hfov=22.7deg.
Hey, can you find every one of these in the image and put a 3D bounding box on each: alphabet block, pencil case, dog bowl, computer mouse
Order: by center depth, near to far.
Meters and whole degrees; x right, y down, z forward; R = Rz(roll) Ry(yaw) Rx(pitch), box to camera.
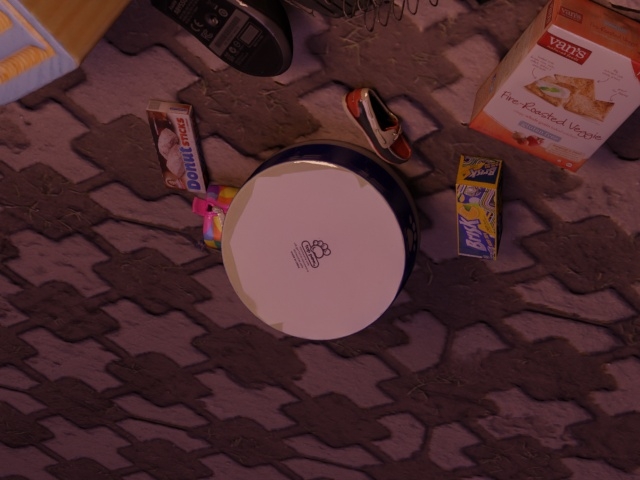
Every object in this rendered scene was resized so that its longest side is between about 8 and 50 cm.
[{"bbox_3d":[-0.348,-0.309,1.892,0.192,0.197,0.193,-16,124,46],"label":"alphabet block"},{"bbox_3d":[-0.134,-0.312,1.962,0.272,0.072,0.188,39,144,-11],"label":"computer mouse"},{"bbox_3d":[0.000,0.000,2.197,0.264,0.104,0.265,4,109,12],"label":"dog bowl"},{"bbox_3d":[-0.062,-0.024,2.311,0.236,0.104,0.104,5,145,11],"label":"pencil case"}]

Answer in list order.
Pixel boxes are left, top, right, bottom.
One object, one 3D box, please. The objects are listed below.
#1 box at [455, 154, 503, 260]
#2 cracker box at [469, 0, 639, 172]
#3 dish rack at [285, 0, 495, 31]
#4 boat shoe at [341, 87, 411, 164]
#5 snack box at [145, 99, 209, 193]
[{"bbox_3d":[0.220,-0.043,2.208,0.059,0.054,0.169,8,146,12],"label":"box"},{"bbox_3d":[0.302,-0.191,1.949,0.155,0.067,0.232,22,145,-10],"label":"cracker box"},{"bbox_3d":[0.050,-0.315,1.835,0.271,0.074,0.208,-16,147,38],"label":"dish rack"},{"bbox_3d":[0.083,-0.152,2.117,0.043,0.049,0.137,-17,130,36],"label":"boat shoe"},{"bbox_3d":[-0.203,-0.133,2.282,0.064,0.022,0.178,7,145,11],"label":"snack box"}]
